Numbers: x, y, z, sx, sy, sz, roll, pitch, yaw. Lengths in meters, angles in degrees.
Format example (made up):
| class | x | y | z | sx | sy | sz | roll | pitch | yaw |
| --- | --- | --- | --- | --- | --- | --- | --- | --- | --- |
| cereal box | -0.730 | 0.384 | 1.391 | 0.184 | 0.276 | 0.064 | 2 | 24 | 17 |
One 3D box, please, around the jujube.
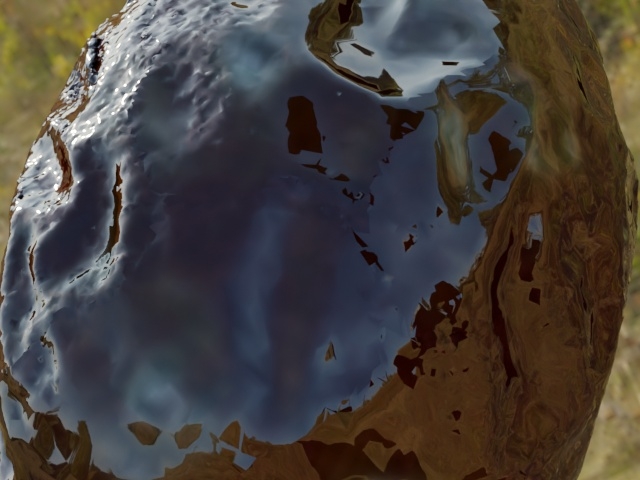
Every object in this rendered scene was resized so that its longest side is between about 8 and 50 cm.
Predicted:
| class | x | y | z | sx | sy | sz | roll | pitch | yaw |
| --- | --- | --- | --- | --- | --- | --- | --- | --- | --- |
| jujube | 0.000 | 0.000 | 0.797 | 0.276 | 0.276 | 0.377 | -19 | 34 | 16 |
